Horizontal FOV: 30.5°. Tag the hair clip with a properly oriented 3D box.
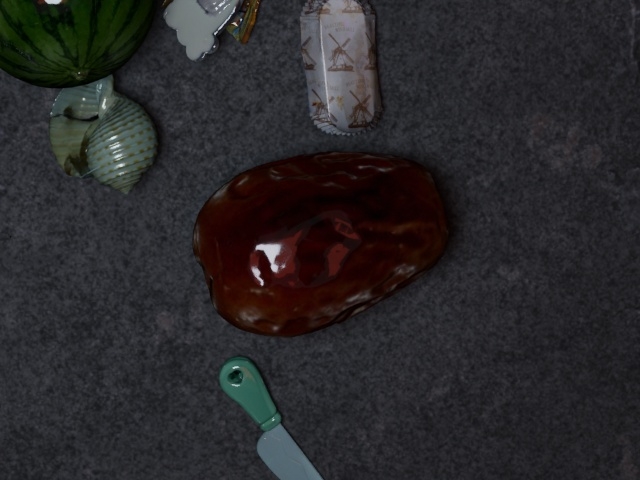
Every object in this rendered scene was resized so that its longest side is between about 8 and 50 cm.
[{"bbox_3d":[-0.169,-0.349,1.481,0.140,0.054,0.220,-38,85,8],"label":"hair clip"}]

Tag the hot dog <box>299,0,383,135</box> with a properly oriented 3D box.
[{"bbox_3d":[0.026,-0.231,1.532,0.108,0.059,0.191,-7,94,-17],"label":"hot dog"}]

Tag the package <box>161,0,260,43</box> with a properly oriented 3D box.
[{"bbox_3d":[-0.131,-0.327,1.521,0.120,0.031,0.108,24,96,-5],"label":"package"}]

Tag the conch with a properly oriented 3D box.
[{"bbox_3d":[-0.275,-0.131,1.502,0.135,0.102,0.153,-18,64,6],"label":"conch"}]

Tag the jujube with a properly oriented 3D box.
[{"bbox_3d":[0.000,0.000,1.495,0.318,0.223,0.223,-16,98,-9],"label":"jujube"}]

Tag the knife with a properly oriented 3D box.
[{"bbox_3d":[-0.061,0.273,1.606,0.063,0.034,0.260,-30,102,4],"label":"knife"}]

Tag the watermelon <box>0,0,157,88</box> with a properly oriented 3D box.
[{"bbox_3d":[-0.312,-0.301,1.407,0.242,0.242,0.242,0,97,-4],"label":"watermelon"}]
